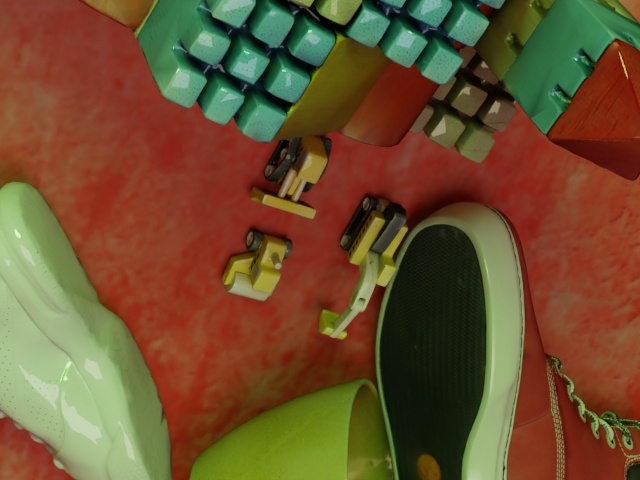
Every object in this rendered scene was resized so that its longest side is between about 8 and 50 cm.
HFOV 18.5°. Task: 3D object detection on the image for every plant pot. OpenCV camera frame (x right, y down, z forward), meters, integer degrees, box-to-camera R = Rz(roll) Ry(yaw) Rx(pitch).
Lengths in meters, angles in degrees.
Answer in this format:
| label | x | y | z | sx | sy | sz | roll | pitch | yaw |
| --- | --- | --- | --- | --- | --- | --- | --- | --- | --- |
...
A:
| label | x | y | z | sx | sy | sz | roll | pitch | yaw |
| --- | --- | --- | --- | --- | --- | --- | --- | --- | --- |
| plant pot | -0.016 | 0.144 | 1.054 | 0.095 | 0.134 | 0.134 | -5 | 125 | 13 |

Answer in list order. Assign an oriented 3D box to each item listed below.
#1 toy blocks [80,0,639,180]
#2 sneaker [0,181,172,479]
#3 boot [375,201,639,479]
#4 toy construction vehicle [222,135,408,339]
| label | x | y | z | sx | sy | sz | roll | pitch | yaw |
| --- | --- | --- | --- | --- | --- | --- | --- | --- | --- |
| toy blocks | -0.021 | -0.129 | 0.790 | 0.381 | 0.261 | 0.190 | 24 | 111 | -29 |
| sneaker | -0.145 | 0.070 | 0.996 | 0.094 | 0.080 | 0.212 | -21 | 118 | 9 |
| boot | 0.124 | 0.085 | 1.091 | 0.176 | 0.088 | 0.244 | -16 | 111 | -37 |
| toy construction vehicle | 0.000 | 0.000 | 1.013 | 0.086 | 0.035 | 0.098 | 20 | 112 | -27 |
